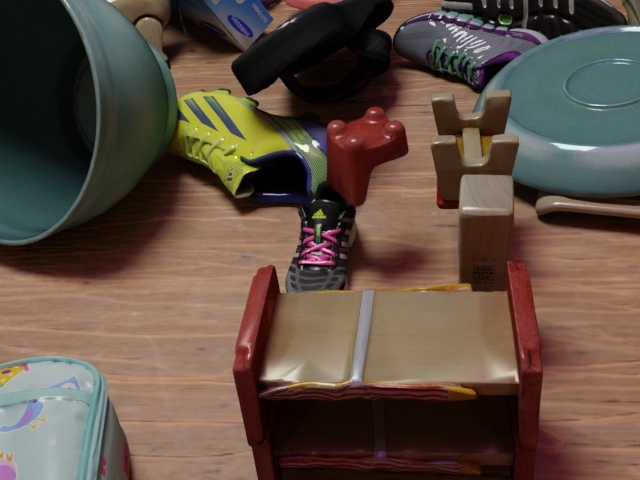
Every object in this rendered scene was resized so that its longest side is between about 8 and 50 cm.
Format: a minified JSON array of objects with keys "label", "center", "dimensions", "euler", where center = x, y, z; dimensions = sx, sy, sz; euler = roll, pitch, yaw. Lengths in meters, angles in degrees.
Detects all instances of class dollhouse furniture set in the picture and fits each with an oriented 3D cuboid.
[{"label":"dollhouse furniture set","center":[0.068,0.028,0.670],"dimensions":[0.201,0.152,0.374],"euler":[0,38,9]}]

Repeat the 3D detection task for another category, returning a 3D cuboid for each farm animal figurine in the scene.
[{"label":"farm animal figurine","center":[-0.359,-0.315,1.173],"dimensions":[0.327,0.172,0.330],"euler":[-25,41,-22]}]

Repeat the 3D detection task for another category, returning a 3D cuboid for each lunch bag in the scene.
[{"label":"lunch bag","center":[-0.281,0.190,0.552],"dimensions":[0.279,0.107,0.224],"euler":[-8,37,-1]}]

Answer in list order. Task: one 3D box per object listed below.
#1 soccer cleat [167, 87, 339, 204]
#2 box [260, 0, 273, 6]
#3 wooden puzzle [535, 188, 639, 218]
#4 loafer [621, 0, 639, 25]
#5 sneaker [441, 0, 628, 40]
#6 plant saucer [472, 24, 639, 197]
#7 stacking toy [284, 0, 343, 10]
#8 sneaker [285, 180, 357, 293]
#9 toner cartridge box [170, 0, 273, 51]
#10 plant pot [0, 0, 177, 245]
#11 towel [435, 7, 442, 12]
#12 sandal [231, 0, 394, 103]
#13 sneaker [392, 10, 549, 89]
[{"label":"soccer cleat","center":[-0.097,-0.104,0.923],"dimensions":[0.289,0.093,0.121],"euler":[14,52,28]},{"label":"box","center":[-0.139,-0.438,1.418],"dimensions":[0.136,0.028,0.081],"euler":[19,44,27]},{"label":"wooden puzzle","center":[0.368,-0.083,0.863],"dimensions":[0.239,0.044,0.221],"euler":[3,39,21]},{"label":"loafer","center":[0.463,-0.265,1.040],"dimensions":[0.102,0.092,0.268],"euler":[-12,51,19]},{"label":"sneaker","center":[0.332,-0.346,1.159],"dimensions":[0.281,0.106,0.162],"euler":[22,43,34]},{"label":"plant saucer","center":[0.326,-0.163,0.889],"dimensions":[0.318,0.043,0.317],"euler":[-10,39,8]},{"label":"stacking toy","center":[-0.020,-0.524,1.369],"dimensions":[0.280,0.130,0.309],"euler":[13,40,-2]},{"label":"sneaker","center":[0.000,0.000,0.782],"dimensions":[0.063,0.074,0.170],"euler":[3,39,13]},{"label":"toner cartridge box","center":[-0.237,-0.438,1.311],"dimensions":[0.075,0.165,0.348],"euler":[-50,47,-3]},{"label":"plant pot","center":[-0.289,-0.155,0.898],"dimensions":[0.293,0.293,0.196],"euler":[15,16,26]},{"label":"towel","center":[0.232,-0.368,1.278],"dimensions":[0.060,0.009,0.083],"euler":[-24,41,-20]},{"label":"sandal","center":[0.011,-0.231,1.024],"dimensions":[0.168,0.107,0.446],"euler":[-31,8,25]},{"label":"sneaker","center":[0.196,-0.252,1.077],"dimensions":[0.224,0.083,0.098],"euler":[11,46,21]}]
